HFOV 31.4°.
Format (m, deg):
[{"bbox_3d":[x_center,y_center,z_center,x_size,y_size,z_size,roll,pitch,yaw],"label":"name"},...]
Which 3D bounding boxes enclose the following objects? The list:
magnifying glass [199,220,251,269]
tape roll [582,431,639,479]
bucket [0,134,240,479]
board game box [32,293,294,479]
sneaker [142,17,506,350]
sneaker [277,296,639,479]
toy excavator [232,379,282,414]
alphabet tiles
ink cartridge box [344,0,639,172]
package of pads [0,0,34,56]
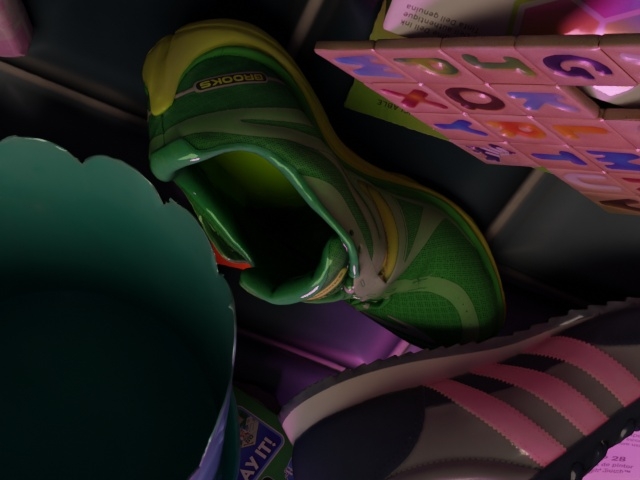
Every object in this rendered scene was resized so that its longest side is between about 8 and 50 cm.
[{"bbox_3d":[-0.137,-0.013,0.778,0.231,0.026,0.092,14,139,3],"label":"magnifying glass"},{"bbox_3d":[0.199,0.213,0.740,0.275,0.274,0.090,6,137,9],"label":"tape roll"},{"bbox_3d":[-0.178,0.098,0.694,0.281,0.281,0.183,11,153,3],"label":"bucket"},{"bbox_3d":[-0.169,0.214,0.768,0.213,0.317,0.046,33,158,16],"label":"board game box"},{"bbox_3d":[0.000,0.000,0.673,0.109,0.123,0.295,-24,132,35],"label":"sneaker"},{"bbox_3d":[0.142,0.123,0.705,0.319,0.131,0.112,-16,153,-1],"label":"sneaker"},{"bbox_3d":[-0.244,0.243,0.906,0.445,0.433,0.222,-10,140,-16],"label":"toy excavator"},{"bbox_3d":[0.142,-0.049,0.571,0.198,0.009,0.237,8,167,44],"label":"alphabet tiles"},{"bbox_3d":[0.124,-0.102,0.556,0.189,0.097,0.255,17,137,-4],"label":"ink cartridge box"},{"bbox_3d":[-0.200,-0.143,0.648,0.050,0.032,0.083,0,136,12],"label":"package of pads"}]
